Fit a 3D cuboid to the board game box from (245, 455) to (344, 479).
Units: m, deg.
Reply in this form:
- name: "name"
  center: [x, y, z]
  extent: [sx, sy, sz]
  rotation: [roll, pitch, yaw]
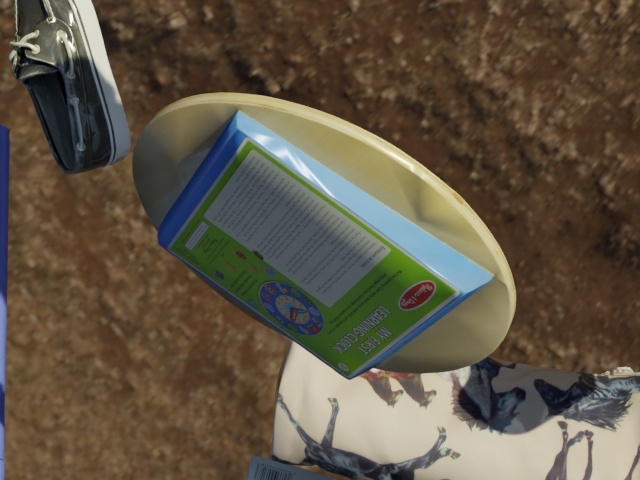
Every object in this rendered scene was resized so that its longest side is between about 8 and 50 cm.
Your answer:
- name: "board game box"
  center: [-0.008, 0.409, 1.494]
  extent: [0.224, 0.303, 0.097]
  rotation: [16, 146, 0]

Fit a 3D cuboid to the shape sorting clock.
- name: "shape sorting clock"
  center: [0.000, 0.000, 0.699]
  extent: [0.206, 0.040, 0.206]
  rotation: [24, 148, 16]

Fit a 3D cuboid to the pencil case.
- name: "pencil case"
  center: [0.142, 0.176, 1.408]
  extent: [0.411, 0.183, 0.160]
  rotation: [12, 144, 10]

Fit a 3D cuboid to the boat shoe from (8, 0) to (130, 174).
- name: "boat shoe"
  center: [-0.240, -0.167, 1.264]
  extent: [0.078, 0.070, 0.219]
  rotation: [-19, 93, 47]

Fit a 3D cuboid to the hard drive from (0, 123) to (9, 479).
- name: "hard drive"
  center: [-0.333, 0.034, 1.089]
  extent: [0.040, 0.210, 0.318]
  rotation: [-17, 67, 34]
